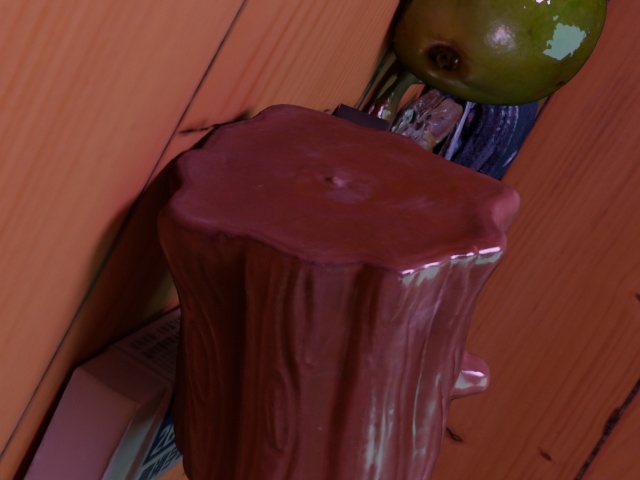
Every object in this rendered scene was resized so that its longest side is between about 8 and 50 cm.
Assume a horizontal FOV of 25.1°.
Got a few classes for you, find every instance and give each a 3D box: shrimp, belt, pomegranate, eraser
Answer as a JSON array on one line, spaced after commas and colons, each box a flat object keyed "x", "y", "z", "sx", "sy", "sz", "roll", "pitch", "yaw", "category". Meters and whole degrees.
[{"x": 0.084, "y": -0.123, "z": 1.446, "sx": 0.253, "sy": 0.058, "sz": 0.173, "roll": -46, "pitch": 157, "yaw": -47, "category": "shrimp"}, {"x": 0.162, "y": -0.119, "z": 1.635, "sx": 0.128, "sy": 0.122, "sz": 0.218, "roll": -41, "pitch": 162, "yaw": -53, "category": "belt"}, {"x": 0.176, "y": -0.208, "z": 1.310, "sx": 0.190, "sy": 0.159, "sz": 0.241, "roll": -59, "pitch": 176, "yaw": 10, "category": "pomegranate"}, {"x": -0.133, "y": 0.126, "z": 1.051, "sx": 0.124, "sy": 0.068, "sz": 0.210, "roll": -62, "pitch": 169, "yaw": 17, "category": "eraser"}]

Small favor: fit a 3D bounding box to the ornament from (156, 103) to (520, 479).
[{"x": -0.006, "y": 0.054, "z": 0.938, "sx": 0.235, "sy": 0.221, "sz": 0.218, "roll": -7, "pitch": 122, "yaw": -25, "category": "ornament"}]

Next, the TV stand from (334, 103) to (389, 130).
[{"x": 0.000, "y": 0.000, "z": 1.191, "sx": 0.040, "sy": 0.049, "sz": 0.256, "roll": 109, "pitch": 0, "yaw": -57, "category": "TV stand"}]
